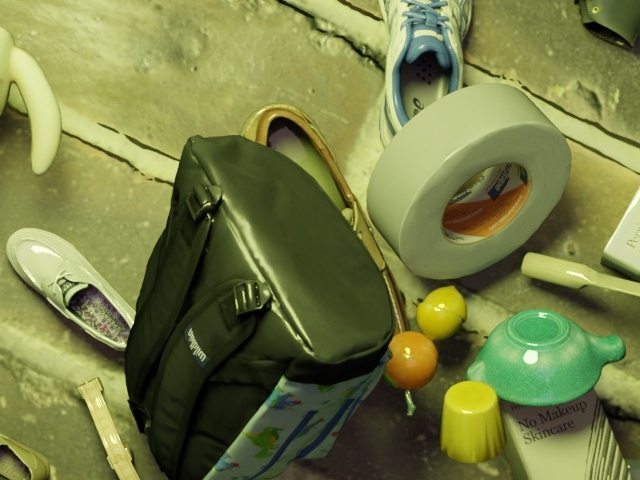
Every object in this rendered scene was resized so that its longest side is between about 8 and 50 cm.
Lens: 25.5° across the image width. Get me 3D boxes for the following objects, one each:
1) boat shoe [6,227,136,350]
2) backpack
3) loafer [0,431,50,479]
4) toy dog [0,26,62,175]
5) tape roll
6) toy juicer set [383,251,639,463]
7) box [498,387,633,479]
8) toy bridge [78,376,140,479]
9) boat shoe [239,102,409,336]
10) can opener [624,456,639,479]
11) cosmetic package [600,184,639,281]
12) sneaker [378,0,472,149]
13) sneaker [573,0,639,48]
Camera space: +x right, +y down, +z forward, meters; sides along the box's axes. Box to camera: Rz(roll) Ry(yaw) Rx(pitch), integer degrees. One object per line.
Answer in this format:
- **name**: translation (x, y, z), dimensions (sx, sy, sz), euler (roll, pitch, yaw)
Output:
- **boat shoe**: translation (-0.271, 0.056, 1.553), dimensions (0.066, 0.063, 0.184), euler (-43, 93, -4)
- **backpack**: translation (-0.074, 0.109, 1.432), dimensions (0.355, 0.273, 0.290), euler (-54, 55, 32)
- **loafer**: translation (-0.367, 0.231, 1.548), dimensions (0.148, 0.050, 0.056), euler (21, 87, -5)
- **toy dog**: translation (-0.509, -0.081, 1.456), dimensions (0.395, 0.284, 0.408), euler (27, 88, -22)
- **tape roll**: translation (0.160, -0.061, 1.520), dimensions (0.219, 0.219, 0.072), euler (-32, 53, -5)
- **toy juicer set**: translation (0.211, 0.112, 1.538), dimensions (0.329, 0.209, 0.089), euler (-27, 128, -28)
- **box**: translation (0.288, 0.291, 1.549), dimensions (0.113, 0.094, 0.275), euler (-20, 73, -5)
- **toy bridge**: translation (-0.220, 0.236, 1.556), dimensions (0.026, 0.063, 0.188), euler (-25, 92, -5)
- **boat shoe**: translation (0.000, 0.000, 1.551), dimensions (0.122, 0.120, 0.324), euler (-28, 92, -5)
- **can opener**: translation (0.374, 0.217, 1.582), dimensions (0.095, 0.076, 0.283), euler (1, 103, 7)
- **cosmetic package**: translation (0.529, -0.075, 1.582), dimensions (0.284, 0.097, 0.377), euler (29, 86, 14)
- **sneaker**: translation (0.122, -0.231, 1.561), dimensions (0.111, 0.131, 0.296), euler (-2, 88, -4)
- **sneaker**: translation (0.296, -0.318, 1.601), dimensions (0.222, 0.083, 0.118), euler (31, 87, -5)
